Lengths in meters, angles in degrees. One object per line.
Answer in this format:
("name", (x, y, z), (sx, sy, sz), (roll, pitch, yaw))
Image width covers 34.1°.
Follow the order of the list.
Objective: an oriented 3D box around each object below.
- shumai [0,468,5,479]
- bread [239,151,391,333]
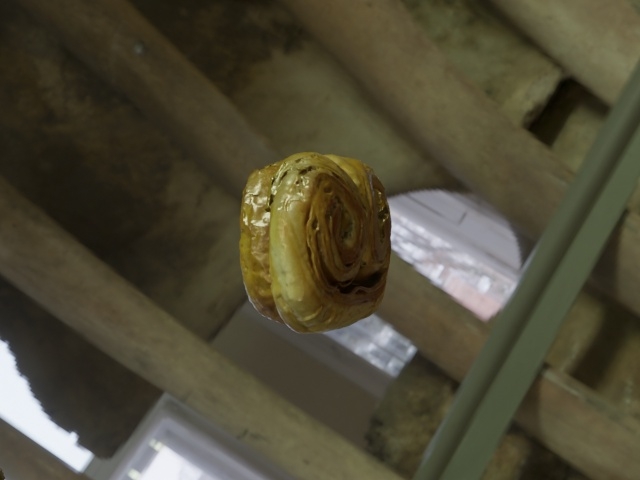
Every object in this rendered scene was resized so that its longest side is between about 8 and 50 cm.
("shumai", (-0.367, 0.289, 1.058), (0.161, 0.153, 0.210), (-22, 64, 52))
("bread", (0.000, 0.003, 1.153), (0.236, 0.120, 0.198), (-1, -89, -64))
